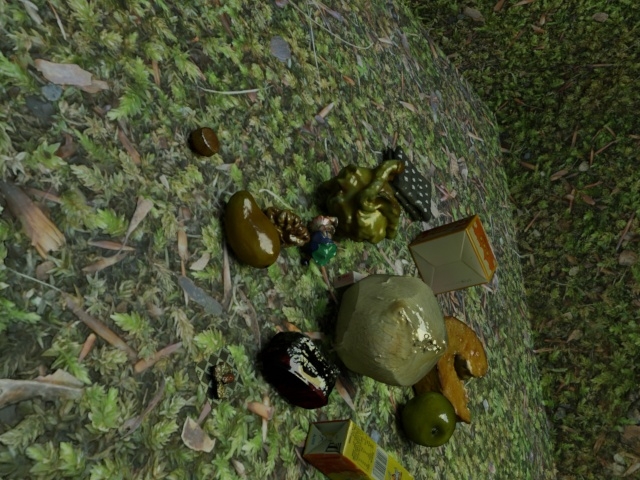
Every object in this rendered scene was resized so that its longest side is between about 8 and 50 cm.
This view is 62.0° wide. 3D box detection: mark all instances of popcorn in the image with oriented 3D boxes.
[{"bbox_3d":[0.151,-0.135,1.896,0.326,0.290,0.321,-108,-163,-52],"label":"popcorn"}]

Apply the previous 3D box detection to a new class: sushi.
[{"bbox_3d":[-0.058,0.357,1.473,0.225,0.136,0.126,48,38,-19],"label":"sushi"},{"bbox_3d":[-0.242,0.335,1.326,0.126,0.026,0.120,-29,97,-55],"label":"sushi"}]

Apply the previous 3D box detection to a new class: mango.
[{"bbox_3d":[-0.194,-0.027,1.479,0.136,0.099,0.227,-24,93,-21],"label":"mango"}]

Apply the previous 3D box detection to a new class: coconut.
[{"bbox_3d":[0.229,0.277,1.668,0.346,0.360,0.346,-6,97,-54],"label":"coconut"}]

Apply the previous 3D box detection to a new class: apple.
[{"bbox_3d":[0.385,0.637,1.883,0.196,0.196,0.157,62,1,-13],"label":"apple"}]

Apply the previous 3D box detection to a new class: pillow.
[{"bbox_3d":[0.396,-0.250,2.393,0.326,0.101,0.228,44,42,-35],"label":"pillow"}]

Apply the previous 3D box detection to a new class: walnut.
[{"bbox_3d":[-0.111,-0.032,1.573,0.170,0.143,0.069,42,55,-34],"label":"walnut"}]

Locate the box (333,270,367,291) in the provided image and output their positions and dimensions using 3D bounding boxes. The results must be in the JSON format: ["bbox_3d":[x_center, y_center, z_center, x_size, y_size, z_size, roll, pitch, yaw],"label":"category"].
[{"bbox_3d":[0.116,0.148,1.839,0.125,0.089,0.043,23,56,-48],"label":"box"}]

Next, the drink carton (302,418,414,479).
[{"bbox_3d":[0.116,0.658,1.548,0.351,0.154,0.111,48,42,-29],"label":"drink carton"}]

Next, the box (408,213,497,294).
[{"bbox_3d":[0.587,0.064,2.342,0.214,0.283,0.260,-34,103,-55],"label":"box"}]

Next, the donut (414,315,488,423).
[{"bbox_3d":[0.503,0.496,2.145,0.435,0.163,0.378,-34,101,-52],"label":"donut"}]

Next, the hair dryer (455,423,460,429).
[{"bbox_3d":[0.565,0.729,2.231,0.063,0.038,0.124,66,28,-10],"label":"hair dryer"}]

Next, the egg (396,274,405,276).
[{"bbox_3d":[0.293,0.216,1.975,0.228,0.177,0.177,-3,77,-68],"label":"egg"}]

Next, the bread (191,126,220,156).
[{"bbox_3d":[-0.321,-0.271,1.475,0.085,0.053,0.085,47,31,-41],"label":"bread"}]

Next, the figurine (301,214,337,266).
[{"bbox_3d":[0.000,0.000,1.740,0.102,0.111,0.195,10,40,-8],"label":"figurine"}]
